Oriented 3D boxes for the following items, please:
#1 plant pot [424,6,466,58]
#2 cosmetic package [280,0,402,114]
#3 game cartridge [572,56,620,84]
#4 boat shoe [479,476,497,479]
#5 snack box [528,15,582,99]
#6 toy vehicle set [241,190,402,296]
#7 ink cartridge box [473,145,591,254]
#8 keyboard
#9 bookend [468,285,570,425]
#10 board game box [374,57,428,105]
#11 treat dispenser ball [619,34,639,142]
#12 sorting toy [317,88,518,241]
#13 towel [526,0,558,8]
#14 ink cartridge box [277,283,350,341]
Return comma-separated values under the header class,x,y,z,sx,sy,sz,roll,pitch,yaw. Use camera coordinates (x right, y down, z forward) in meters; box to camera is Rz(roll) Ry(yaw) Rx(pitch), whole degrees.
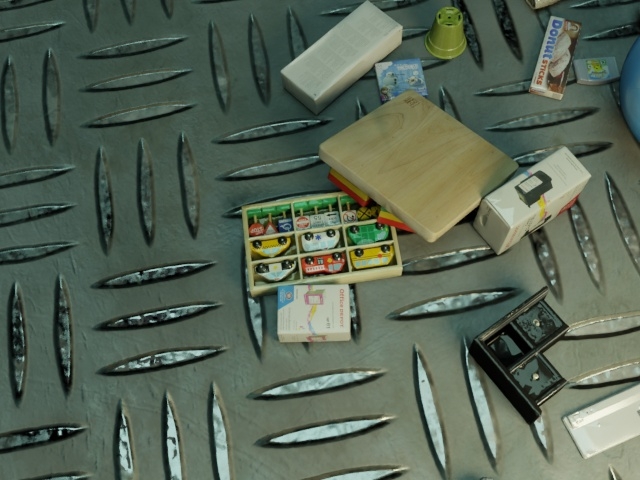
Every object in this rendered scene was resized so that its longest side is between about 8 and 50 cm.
class,x,y,z,sx,sy,sz,roll,pitch,yaw
plant pot,0.249,-0.413,1.603,0.083,0.079,0.083,-1,65,1
cosmetic package,0.043,-0.357,1.596,0.239,0.060,0.099,-42,68,-15
game cartridge,0.536,-0.328,1.587,0.083,0.017,0.056,-5,69,0
boat shoe,0.252,0.463,1.198,0.076,0.083,0.226,12,66,9
snack box,0.460,-0.358,1.599,0.064,0.022,0.178,16,67,11
toy vehicle set,0.000,0.000,1.448,0.267,0.035,0.166,-9,65,-2
ink cartridge box,0.361,-0.066,1.413,0.175,0.127,0.072,-33,71,-11
keyboard,0.519,0.268,1.318,0.256,0.014,0.072,-22,71,-7
bookend,0.352,0.186,1.328,0.156,0.072,0.157,-33,69,-12
board game box,0.156,-0.309,1.591,0.090,0.020,0.090,-8,64,-1
treat dispenser ball,0.665,-0.266,1.403,0.288,0.288,0.288,-1,65,2
sorting toy,0.166,-0.118,1.435,0.255,0.089,0.257,40,53,20
towel,0.467,-0.615,1.704,0.187,0.049,0.282,-20,66,-6
ink cartridge box,-0.010,0.123,1.383,0.122,0.052,0.088,-1,65,1
